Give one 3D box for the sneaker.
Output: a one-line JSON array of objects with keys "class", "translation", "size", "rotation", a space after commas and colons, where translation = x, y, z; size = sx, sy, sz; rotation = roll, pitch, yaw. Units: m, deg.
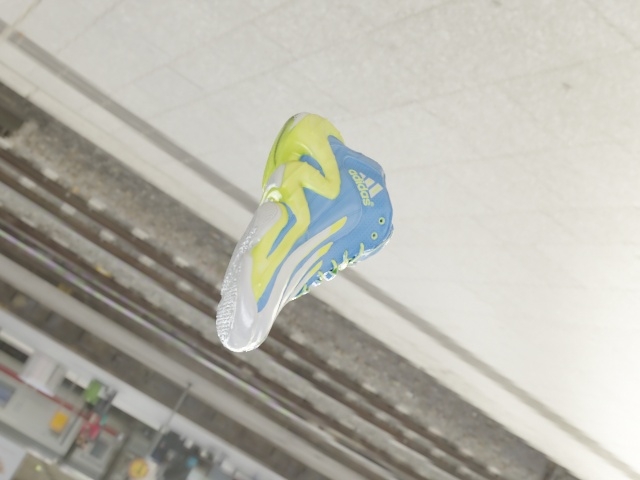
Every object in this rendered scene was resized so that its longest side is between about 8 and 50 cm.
[{"class": "sneaker", "translation": [0.000, 0.000, 0.877], "size": [0.126, 0.240, 0.091], "rotation": [24, 147, -10]}]
